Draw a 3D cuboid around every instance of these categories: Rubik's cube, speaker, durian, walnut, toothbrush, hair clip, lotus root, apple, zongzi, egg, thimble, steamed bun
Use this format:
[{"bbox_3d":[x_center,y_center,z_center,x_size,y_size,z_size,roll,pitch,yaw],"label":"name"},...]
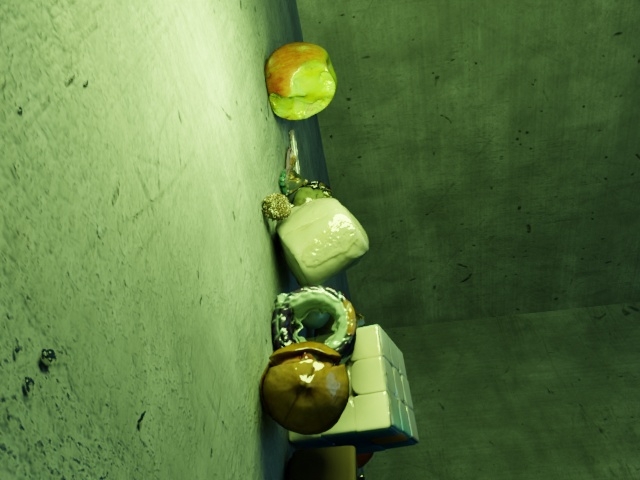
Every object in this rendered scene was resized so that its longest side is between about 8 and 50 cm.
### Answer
[{"bbox_3d":[0.090,0.442,1.697,0.290,0.292,0.291,50,29,-54],"label":"Rubik's cube"},{"bbox_3d":[0.013,0.645,1.441,0.231,0.193,0.153,-81,164,-64],"label":"speaker"},{"bbox_3d":[-0.115,-0.091,1.603,0.080,0.091,0.080,169,-90,-68],"label":"durian"},{"bbox_3d":[-0.029,0.350,1.366,0.336,0.209,0.208,78,8,-63],"label":"walnut"},{"bbox_3d":[-0.089,-0.253,2.300,0.029,0.024,0.353,-87,170,-85],"label":"toothbrush"},{"bbox_3d":[-0.099,-0.233,2.062,0.110,0.095,0.358,43,12,-19],"label":"hair clip"},{"bbox_3d":[-0.023,-0.053,2.101,0.173,0.173,0.309,10,73,-83],"label":"lotus root"},{"bbox_3d":[-0.062,-0.527,1.947,0.246,0.226,0.246,-9,90,-82],"label":"apple"},{"bbox_3d":[-0.011,0.310,2.178,0.260,0.289,0.123,37,-45,39],"label":"zongzi"},{"bbox_3d":[-0.023,0.231,1.938,0.152,0.114,0.114,-75,157,-64],"label":"egg"},{"bbox_3d":[-0.019,0.231,1.564,0.150,0.238,0.237,79,6,-68],"label":"thimble"},{"bbox_3d":[-0.002,-0.003,1.726,0.236,0.247,0.383,60,-3,4],"label":"steamed bun"}]

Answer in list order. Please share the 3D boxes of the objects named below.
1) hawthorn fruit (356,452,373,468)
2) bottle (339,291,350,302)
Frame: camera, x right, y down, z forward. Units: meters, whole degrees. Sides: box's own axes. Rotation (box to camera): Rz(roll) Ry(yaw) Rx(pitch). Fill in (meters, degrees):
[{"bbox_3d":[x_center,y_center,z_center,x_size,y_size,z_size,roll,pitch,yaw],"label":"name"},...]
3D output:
[{"bbox_3d":[0.106,0.802,2.280,0.196,0.197,0.225,-12,125,-84],"label":"hawthorn fruit"},{"bbox_3d":[0.054,0.293,2.477,0.143,0.156,0.271,50,8,-1],"label":"bottle"}]
